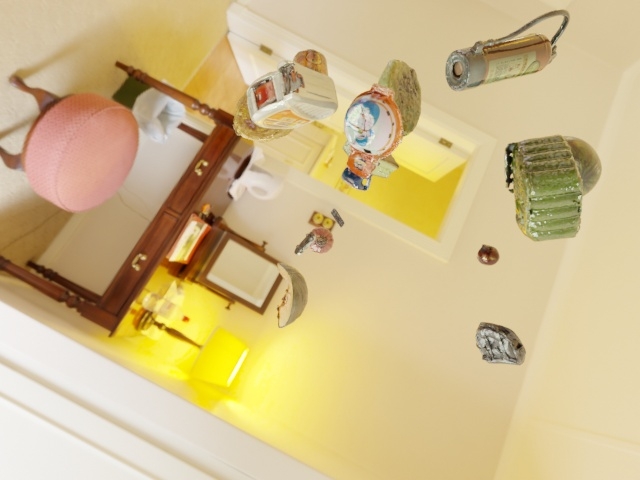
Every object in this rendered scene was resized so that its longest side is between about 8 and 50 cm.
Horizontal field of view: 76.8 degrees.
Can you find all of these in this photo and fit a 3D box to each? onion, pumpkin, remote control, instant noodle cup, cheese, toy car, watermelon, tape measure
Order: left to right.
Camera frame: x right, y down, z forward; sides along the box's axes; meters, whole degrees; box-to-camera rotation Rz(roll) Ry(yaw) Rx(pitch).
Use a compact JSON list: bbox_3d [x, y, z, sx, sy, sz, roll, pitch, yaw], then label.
[{"bbox_3d":[-0.090,-0.427,1.207,0.258,0.265,0.129,-15,95,-55],"label":"tape measure"},{"bbox_3d":[-0.102,0.225,1.780,0.169,0.148,0.311,-36,-126,51],"label":"pumpkin"},{"bbox_3d":[-0.051,0.013,1.333,0.093,0.025,0.041,-49,-153,10],"label":"toy car"},{"bbox_3d":[-0.053,-0.789,1.935,0.215,0.216,0.172,115,-23,-72],"label":"instant noodle cup"},{"bbox_3d":[0.082,-0.106,1.879,0.014,0.096,0.039,-14,153,-39],"label":"remote control"},{"bbox_3d":[0.149,-0.311,1.249,0.129,0.217,0.329,-24,142,-43],"label":"cheese"},{"bbox_3d":[0.867,0.076,2.082,0.117,0.119,0.118,-38,164,-36],"label":"onion"},{"bbox_3d":[1.051,-0.306,1.754,0.285,0.285,0.285,-62,179,-2],"label":"watermelon"}]

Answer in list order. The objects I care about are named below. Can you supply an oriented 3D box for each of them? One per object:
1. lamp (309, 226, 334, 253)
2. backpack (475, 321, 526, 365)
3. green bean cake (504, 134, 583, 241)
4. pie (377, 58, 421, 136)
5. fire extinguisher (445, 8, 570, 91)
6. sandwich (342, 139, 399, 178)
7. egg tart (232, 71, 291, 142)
[{"bbox_3d":[0.000,0.000,1.601,0.107,0.108,0.092,-62,-177,4],"label":"lamp"},{"bbox_3d":[0.785,0.454,1.786,0.206,0.258,0.133,-7,-146,45],"label":"backpack"},{"bbox_3d":[0.821,-0.194,1.505,0.319,0.218,0.334,-74,147,-46],"label":"green bean cake"},{"bbox_3d":[0.350,-0.617,1.731,0.323,0.071,0.322,-12,107,-43],"label":"pie"},{"bbox_3d":[0.561,-0.534,1.149,0.377,0.113,0.200,-18,177,-15],"label":"fire extinguisher"},{"bbox_3d":[0.214,-0.361,1.702,0.128,0.235,0.122,-40,179,-36],"label":"sandwich"},{"bbox_3d":[-0.188,-0.521,1.614,0.340,0.341,0.129,-62,152,-5],"label":"egg tart"}]
